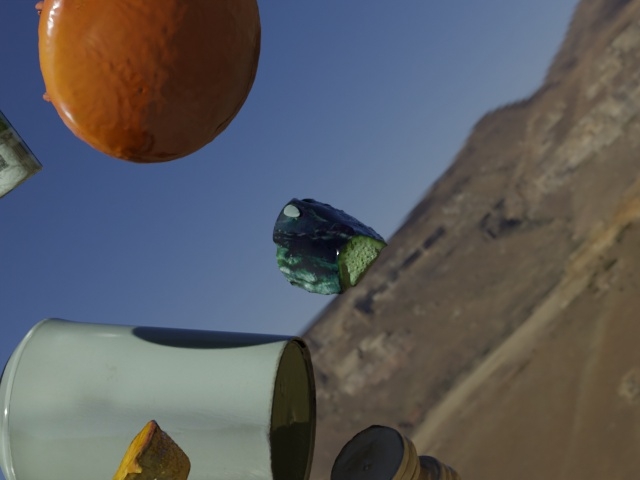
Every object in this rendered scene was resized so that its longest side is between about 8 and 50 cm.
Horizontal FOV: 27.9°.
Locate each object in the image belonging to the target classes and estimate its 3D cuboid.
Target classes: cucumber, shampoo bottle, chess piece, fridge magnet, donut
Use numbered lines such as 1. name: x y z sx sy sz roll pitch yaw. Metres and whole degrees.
1. cucumber: 0.000 0.000 1.592 0.115 0.086 0.193 -43 31 -13
2. shampoo bottle: -0.320 -0.125 1.082 0.065 0.204 0.065 -34 10 7
3. chess piece: 0.163 0.406 2.139 0.307 0.124 0.139 31 -96 -45
4. fridge magnet: -0.249 -0.294 1.904 0.363 0.364 0.155 -43 33 -18
5. donut: -0.191 0.274 1.314 0.162 0.065 0.178 -55 9 32

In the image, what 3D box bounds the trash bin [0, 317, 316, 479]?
1. trash bin: -0.241 0.249 1.804 0.431 0.281 0.280 0 7 14
